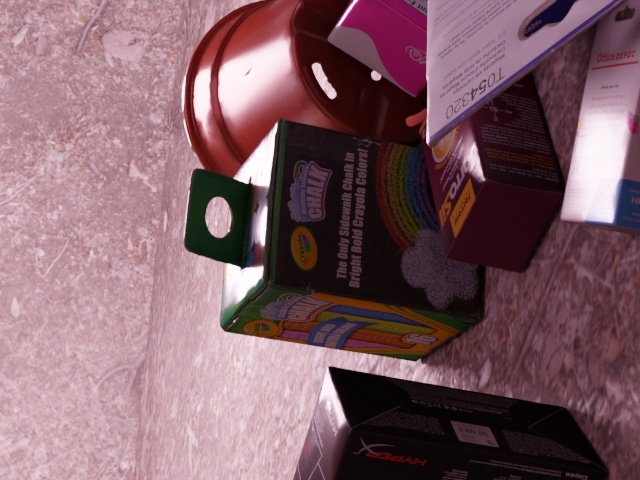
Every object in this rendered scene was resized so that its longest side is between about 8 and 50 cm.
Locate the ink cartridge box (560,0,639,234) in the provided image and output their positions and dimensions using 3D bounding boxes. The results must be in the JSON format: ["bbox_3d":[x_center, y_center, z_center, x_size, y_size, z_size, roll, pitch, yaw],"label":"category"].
[{"bbox_3d":[0.247,-0.097,1.209,0.104,0.062,0.181,-168,88,-75],"label":"ink cartridge box"}]

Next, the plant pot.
[{"bbox_3d":[0.018,-0.173,1.711,0.265,0.272,0.272,156,123,-66],"label":"plant pot"}]

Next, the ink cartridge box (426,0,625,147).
[{"bbox_3d":[0.210,-0.267,1.267,0.324,0.071,0.330,-35,42,43],"label":"ink cartridge box"}]

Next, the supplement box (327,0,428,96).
[{"bbox_3d":[0.114,-0.271,1.557,0.220,0.114,0.111,-59,6,-26],"label":"supplement box"}]

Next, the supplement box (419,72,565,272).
[{"bbox_3d":[0.158,-0.075,1.473,0.188,0.081,0.104,-97,24,-46],"label":"supplement box"}]

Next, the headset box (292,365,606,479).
[{"bbox_3d":[0.075,0.270,1.288,0.110,0.218,0.293,-113,36,-65],"label":"headset box"}]

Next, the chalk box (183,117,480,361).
[{"bbox_3d":[0.000,0.000,1.591,0.179,0.289,0.180,134,144,-64],"label":"chalk box"}]
